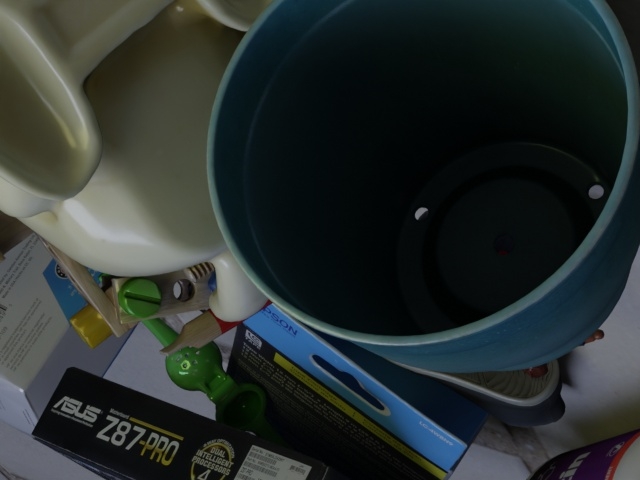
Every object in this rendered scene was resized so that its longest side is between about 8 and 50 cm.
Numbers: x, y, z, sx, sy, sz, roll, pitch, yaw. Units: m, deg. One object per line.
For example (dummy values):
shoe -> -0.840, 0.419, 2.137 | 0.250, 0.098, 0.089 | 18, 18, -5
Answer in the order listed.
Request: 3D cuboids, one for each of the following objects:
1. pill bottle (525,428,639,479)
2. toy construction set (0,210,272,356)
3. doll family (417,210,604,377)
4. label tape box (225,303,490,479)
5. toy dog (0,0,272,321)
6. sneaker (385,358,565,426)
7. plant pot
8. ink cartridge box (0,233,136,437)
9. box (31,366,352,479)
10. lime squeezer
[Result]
pill bottle -> 0.287, 0.269, 1.657 | 0.181, 0.181, 0.323 | 35, 158, -7
toy construction set -> -0.188, 0.017, 1.560 | 0.309, 0.237, 0.257 | 33, 150, 50
doll family -> 0.138, 0.038, 1.456 | 0.193, 0.111, 0.076 | 14, 152, 38
label tape box -> 0.038, 0.143, 1.794 | 0.249, 0.115, 0.348 | 35, 157, 7
toy dog -> -0.201, -0.133, 1.360 | 0.408, 0.284, 0.395 | 13, 150, 54
sneaker -> 0.121, 0.109, 1.673 | 0.222, 0.083, 0.118 | 27, 165, 23
plant pot -> 0.099, -0.030, 1.199 | 0.271, 0.272, 0.255 | 21, 171, 26
ink cartridge box -> -0.384, 0.072, 2.110 | 0.270, 0.198, 0.197 | 27, 158, 15
box -> -0.054, 0.266, 1.807 | 0.395, 0.097, 0.318 | 13, 161, 46
lime squeezer -> -0.108, 0.148, 1.815 | 0.310, 0.059, 0.110 | 44, 159, -10
